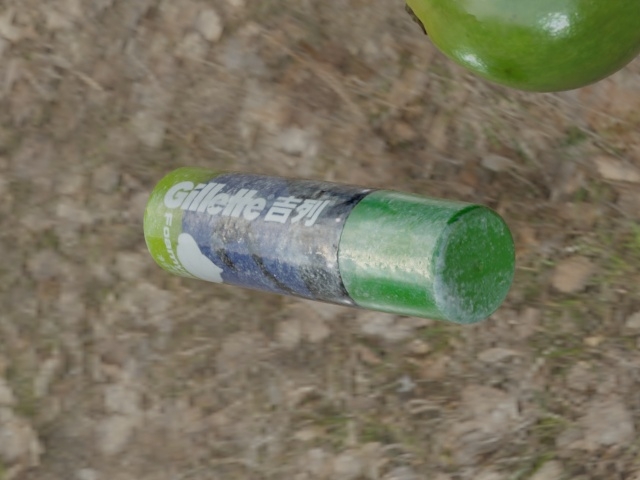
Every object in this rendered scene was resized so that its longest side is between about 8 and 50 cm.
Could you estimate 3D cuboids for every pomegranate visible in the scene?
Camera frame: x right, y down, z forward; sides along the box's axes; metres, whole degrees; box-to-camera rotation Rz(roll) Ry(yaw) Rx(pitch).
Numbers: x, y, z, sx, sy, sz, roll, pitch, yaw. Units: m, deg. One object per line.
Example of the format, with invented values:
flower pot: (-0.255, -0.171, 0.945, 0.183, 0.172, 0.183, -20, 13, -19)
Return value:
pomegranate: (0.167, -0.198, 1.279, 0.159, 0.241, 0.190, 51, 143, -16)

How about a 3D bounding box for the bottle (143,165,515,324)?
bottle: (0.000, 0.000, 1.433, 0.330, 0.093, 0.093, 8, 90, 47)
